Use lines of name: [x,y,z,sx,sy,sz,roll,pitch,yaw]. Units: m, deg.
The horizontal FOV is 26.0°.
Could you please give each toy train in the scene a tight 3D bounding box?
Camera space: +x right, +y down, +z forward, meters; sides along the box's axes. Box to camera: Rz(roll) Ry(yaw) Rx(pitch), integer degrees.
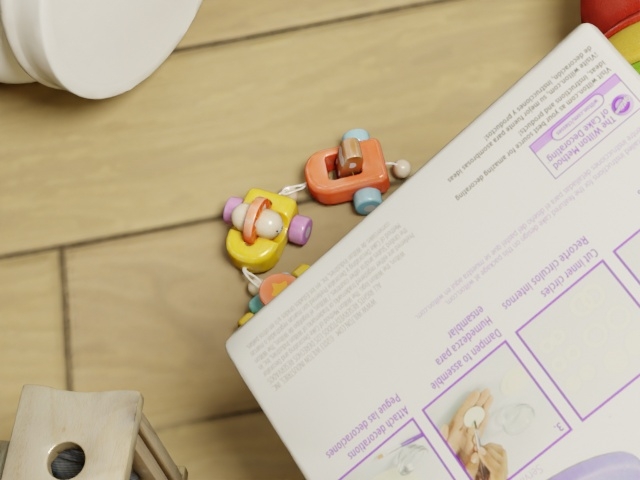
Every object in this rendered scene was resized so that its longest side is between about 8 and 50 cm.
toy train: [0.000,0.000,0.865,0.125,0.046,0.166,-8,60,4]

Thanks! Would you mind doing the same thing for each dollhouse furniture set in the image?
dollhouse furniture set: [-0.183,0.160,0.756,0.183,0.129,0.129,3,62,9]

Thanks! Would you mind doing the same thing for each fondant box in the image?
fondant box: [0.140,0.103,0.624,0.238,0.096,0.330,-41,62,13]

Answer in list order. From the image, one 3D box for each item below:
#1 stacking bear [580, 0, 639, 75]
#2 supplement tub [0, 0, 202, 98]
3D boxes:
stacking bear: [0.216,-0.069,0.815,0.175,0.164,0.289,-4,56,6]
supplement tub: [-0.244,-0.241,0.931,0.316,0.228,0.228,26,68,21]
